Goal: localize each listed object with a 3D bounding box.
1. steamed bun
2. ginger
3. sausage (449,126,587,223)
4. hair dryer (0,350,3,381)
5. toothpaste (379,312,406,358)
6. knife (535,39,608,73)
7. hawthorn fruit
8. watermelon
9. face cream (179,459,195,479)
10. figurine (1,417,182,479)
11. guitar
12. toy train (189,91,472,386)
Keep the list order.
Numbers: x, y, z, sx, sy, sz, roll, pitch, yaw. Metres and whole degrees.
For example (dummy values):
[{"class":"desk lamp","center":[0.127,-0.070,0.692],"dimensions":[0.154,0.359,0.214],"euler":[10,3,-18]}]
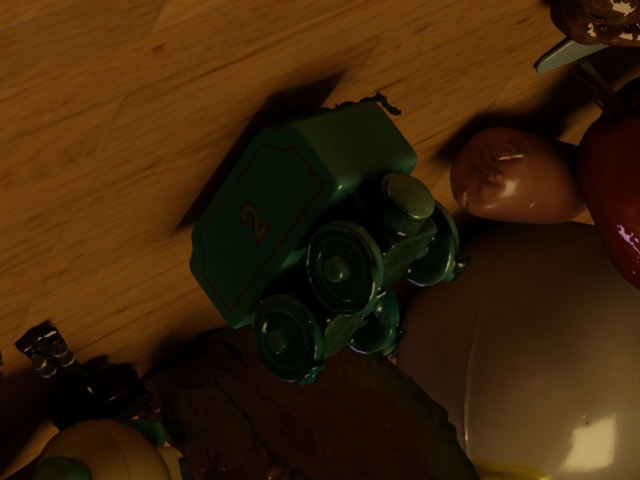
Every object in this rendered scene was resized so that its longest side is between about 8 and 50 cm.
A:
[{"class":"steamed bun","center":[0.238,0.137,2.017],"dimensions":[0.334,0.334,0.374],"euler":[-43,159,19]},{"class":"ginger","center":[0.251,-0.196,1.532],"dimensions":[0.162,0.073,0.103],"euler":[-27,163,-35]},{"class":"sausage","center":[0.193,-0.058,1.789],"dimensions":[0.086,0.086,0.289],"euler":[-42,166,16]},{"class":"hair dryer","center":[-0.385,0.165,1.189],"dimensions":[0.340,0.123,0.312],"euler":[-31,178,21]},{"class":"toothpaste","center":[0.122,0.089,2.153],"dimensions":[0.064,0.041,0.218],"euler":[-35,172,40]},{"class":"knife","center":[0.324,-0.213,1.724],"dimensions":[0.331,0.044,0.080],"euler":[-22,160,-35]},{"class":"hawthorn fruit","center":[0.328,-0.067,1.759],"dimensions":[0.211,0.299,0.211],"euler":[-34,-151,22]},{"class":"watermelon","center":[-0.038,0.186,1.734],"dimensions":[0.302,0.264,0.151],"euler":[3,125,-52]},{"class":"face cream","center":[-0.187,0.333,2.101],"dimensions":[0.077,0.077,0.250],"euler":[-20,158,-48]},{"class":"figurine","center":[-0.246,0.232,1.546],"dimensions":[0.222,0.124,0.324],"euler":[0,160,-45]},{"class":"guitar","center":[-0.191,0.116,1.531],"dimensions":[0.084,0.038,0.271],"euler":[-37,165,-6]},{"class":"toy train","center":[0.000,0.000,1.377],"dimensions":[0.112,0.163,0.203],"euler":[-18,155,-45]}]
